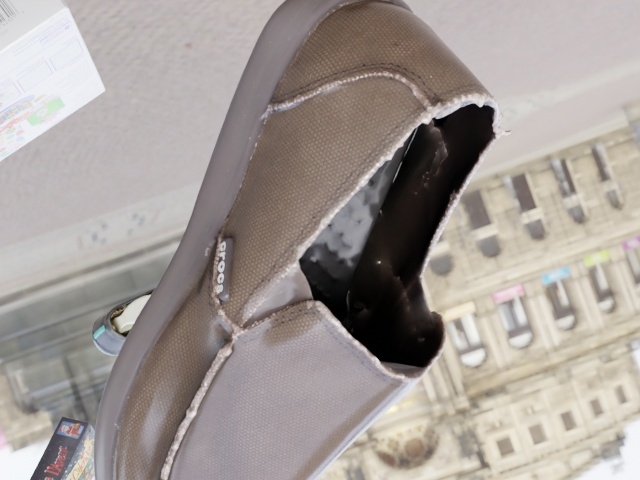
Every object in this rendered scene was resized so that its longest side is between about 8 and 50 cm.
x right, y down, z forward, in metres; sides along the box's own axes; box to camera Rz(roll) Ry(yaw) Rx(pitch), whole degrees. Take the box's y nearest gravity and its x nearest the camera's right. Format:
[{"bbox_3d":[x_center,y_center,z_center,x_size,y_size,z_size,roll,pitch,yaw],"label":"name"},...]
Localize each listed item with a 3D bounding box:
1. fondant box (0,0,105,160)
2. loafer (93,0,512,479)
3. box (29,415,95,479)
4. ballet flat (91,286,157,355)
[{"bbox_3d":[-0.469,-0.249,1.527,0.238,0.096,0.330,-36,171,-9],"label":"fondant box"},{"bbox_3d":[-0.014,0.052,0.529,0.133,0.366,0.130,1,-157,-43],"label":"loafer"},{"bbox_3d":[-0.351,0.374,1.346,0.044,0.233,0.159,11,144,15],"label":"box"},{"bbox_3d":[-0.230,0.105,1.630,0.280,0.095,0.096,-27,165,-29],"label":"ballet flat"}]
